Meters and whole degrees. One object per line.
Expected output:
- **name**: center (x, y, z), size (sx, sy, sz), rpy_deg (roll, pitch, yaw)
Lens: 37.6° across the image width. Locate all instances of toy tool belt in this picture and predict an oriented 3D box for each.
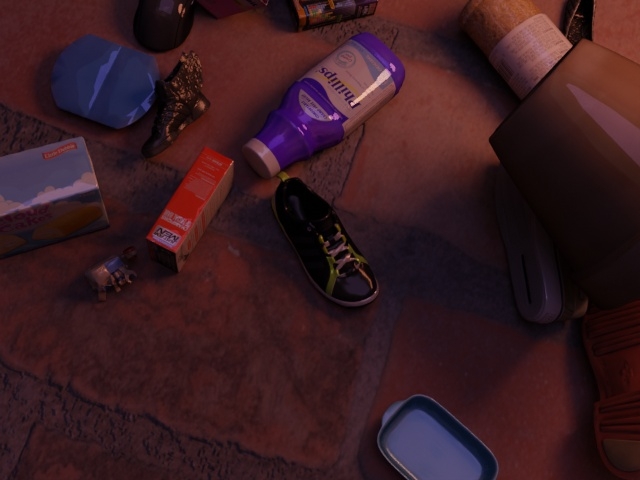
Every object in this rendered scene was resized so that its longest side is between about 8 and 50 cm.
- **toy tool belt**: center (-0.297, 0.049, 1.375), size (0.083, 0.052, 0.051), rpy_deg (-30, 107, -12)

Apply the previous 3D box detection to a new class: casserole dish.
- **casserole dish**: center (0.163, 0.305, 1.334), size (0.188, 0.037, 0.114), rpy_deg (41, 71, 10)

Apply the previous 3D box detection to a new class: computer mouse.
- **computer mouse**: center (-0.276, -0.445, 1.545), size (0.184, 0.060, 0.262), rpy_deg (18, 69, -1)

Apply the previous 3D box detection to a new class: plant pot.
- **plant pot**: center (0.394, -0.112, 1.289), size (0.280, 0.323, 0.323), rpy_deg (42, 71, 2)

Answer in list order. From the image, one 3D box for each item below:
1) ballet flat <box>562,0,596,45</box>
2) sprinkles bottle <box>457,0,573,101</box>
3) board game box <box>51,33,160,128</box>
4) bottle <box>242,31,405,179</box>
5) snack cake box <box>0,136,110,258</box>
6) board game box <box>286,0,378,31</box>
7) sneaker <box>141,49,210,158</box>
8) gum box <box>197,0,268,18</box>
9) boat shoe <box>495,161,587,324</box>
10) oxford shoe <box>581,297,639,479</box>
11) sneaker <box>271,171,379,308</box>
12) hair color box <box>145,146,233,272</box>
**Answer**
- **ballet flat**: center (0.438, -0.353, 1.596), size (0.058, 0.049, 0.173), rpy_deg (7, 70, -3)
- **sprinkles bottle**: center (0.372, -0.261, 1.517), size (0.121, 0.121, 0.355), rpy_deg (-33, 77, -16)
- **board game box**: center (-0.336, -0.244, 1.482), size (0.169, 0.033, 0.133), rpy_deg (20, 76, 4)
- **bottle**: center (0.002, -0.206, 1.471), size (0.283, 0.092, 0.118), rpy_deg (-41, 80, -18)
- **snack cake box**: center (-0.444, -0.046, 1.332), size (0.264, 0.152, 0.089), rpy_deg (-17, 73, -12)
- **board game box**: center (0.002, -0.446, 1.583), size (0.141, 0.048, 0.170), rpy_deg (-17, 73, -11)
- **sneaker**: center (-0.234, -0.210, 1.452), size (0.170, 0.051, 0.089), rpy_deg (-47, 116, -25)
- **gum box**: center (-0.128, -0.467, 1.540), size (0.107, 0.062, 0.188), rpy_deg (-6, 64, 37)
- **boat shoe**: center (0.340, -0.017, 1.449), size (0.094, 0.109, 0.302), rpy_deg (5, 74, -28)
- **oxford shoe**: center (0.482, 0.177, 1.388), size (0.146, 0.140, 0.396), rpy_deg (32, 56, -34)
- **sneaker**: center (0.000, 0.000, 1.394), size (0.084, 0.097, 0.234), rpy_deg (-36, 78, -17)
- **hair color box**: center (-0.191, -0.045, 1.392), size (0.053, 0.093, 0.167), rpy_deg (27, 69, 5)
